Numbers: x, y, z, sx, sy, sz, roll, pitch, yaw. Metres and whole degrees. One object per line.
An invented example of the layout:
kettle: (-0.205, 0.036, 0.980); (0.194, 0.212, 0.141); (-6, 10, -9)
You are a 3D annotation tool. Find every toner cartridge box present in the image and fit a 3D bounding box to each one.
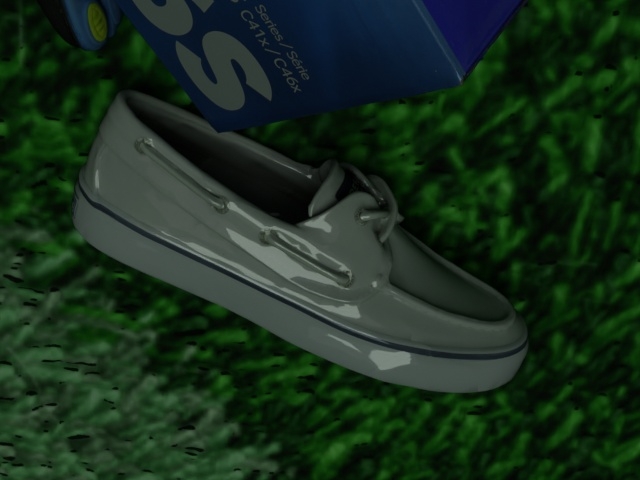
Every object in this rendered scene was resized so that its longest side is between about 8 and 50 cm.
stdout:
toner cartridge box: (-0.074, -0.201, 0.342); (0.165, 0.075, 0.348); (-4, 131, 50)

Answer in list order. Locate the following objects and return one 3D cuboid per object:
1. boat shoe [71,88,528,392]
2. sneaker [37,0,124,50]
boat shoe: (0.000, 0.000, 0.490); (0.258, 0.095, 0.084); (20, 119, -9)
sneaker: (-0.154, -0.173, 0.437); (0.078, 0.067, 0.188); (-18, 118, 34)
